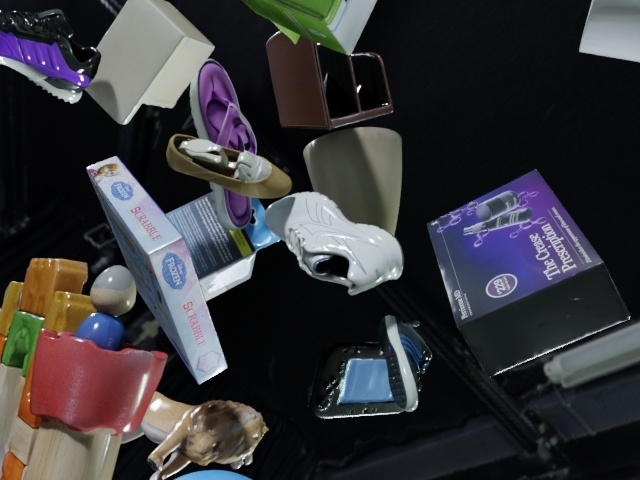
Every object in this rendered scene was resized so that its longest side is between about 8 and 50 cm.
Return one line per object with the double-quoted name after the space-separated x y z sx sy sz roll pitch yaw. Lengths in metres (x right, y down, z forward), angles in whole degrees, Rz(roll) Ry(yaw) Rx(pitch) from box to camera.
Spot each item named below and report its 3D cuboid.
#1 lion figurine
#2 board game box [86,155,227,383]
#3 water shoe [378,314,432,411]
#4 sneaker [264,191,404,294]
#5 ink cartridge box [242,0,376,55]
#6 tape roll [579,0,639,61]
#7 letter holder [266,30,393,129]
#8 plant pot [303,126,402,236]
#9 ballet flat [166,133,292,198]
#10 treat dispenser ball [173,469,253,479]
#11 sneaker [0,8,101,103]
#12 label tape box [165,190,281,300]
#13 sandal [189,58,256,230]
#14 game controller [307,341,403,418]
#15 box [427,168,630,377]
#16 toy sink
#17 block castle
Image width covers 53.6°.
-0.323 0.386 1.325 0.392 0.240 0.142 16 -57 27 "lion figurine"
-0.298 0.051 1.154 0.319 0.066 0.318 42 -29 43 "board game box"
0.153 0.197 1.064 0.080 0.203 0.073 3 -55 -9 "water shoe"
0.000 0.000 1.117 0.297 0.129 0.111 24 -52 36 "sneaker"
0.025 -0.258 0.530 0.097 0.255 0.189 27 -80 8 "ink cartridge box"
0.595 -0.456 1.165 0.169 0.246 0.246 16 -50 17 "tape roll"
0.006 -0.365 1.382 0.302 0.152 0.214 -155 -130 -66 "letter holder"
0.099 -0.110 1.606 0.256 0.256 0.274 -20 -109 43 "plant pot"
-0.162 -0.132 1.121 0.232 0.080 0.073 13 -31 -1 "ballet flat"
-0.181 0.525 1.026 0.288 0.288 0.288 19 -50 23 "treat dispenser ball"
-0.544 -0.388 1.186 0.146 0.293 0.102 -39 -127 21 "sneaker"
-0.297 0.015 1.671 0.249 0.348 0.115 58 -11 33 "label tape box"
-0.208 -0.231 1.539 0.102 0.169 0.416 0 -70 26 "sandal"
0.106 0.304 1.396 0.067 0.319 0.166 33 -73 47 "game controller"
0.261 0.033 0.854 0.184 0.261 0.103 -30 -65 16 "box"
-0.363 -0.372 1.333 0.153 0.131 0.234 45 -72 11 "toy sink"
-0.344 0.089 0.503 0.303 0.213 0.453 20 -14 -37 "block castle"
